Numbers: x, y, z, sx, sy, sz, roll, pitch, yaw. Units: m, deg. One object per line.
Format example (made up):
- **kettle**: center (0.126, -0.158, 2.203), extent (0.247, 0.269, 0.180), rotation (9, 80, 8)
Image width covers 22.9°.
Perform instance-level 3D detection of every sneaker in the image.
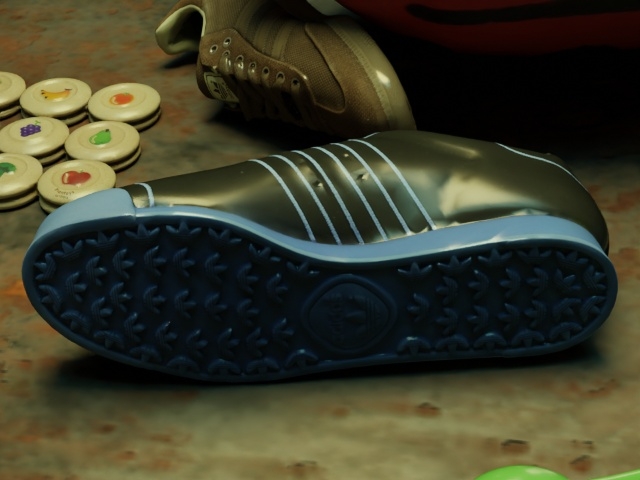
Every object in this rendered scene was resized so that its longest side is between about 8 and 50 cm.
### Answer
- **sneaker**: center (0.000, 0.000, 0.641), extent (0.232, 0.081, 0.090), rotation (2, 33, -4)
- **sneaker**: center (-0.019, -0.079, 0.776), extent (0.071, 0.066, 0.188), rotation (-32, 36, -9)

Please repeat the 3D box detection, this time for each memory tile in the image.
- **memory tile**: center (-0.159, -0.052, 0.777), extent (0.148, 0.012, 0.113), rotation (5, 36, 12)

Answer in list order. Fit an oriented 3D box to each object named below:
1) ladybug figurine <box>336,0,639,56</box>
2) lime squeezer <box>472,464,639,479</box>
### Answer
- **ladybug figurine**: center (0.164, -0.191, 0.755), extent (0.449, 0.305, 0.162), rotation (-9, 77, -10)
- **lime squeezer**: center (0.073, 0.135, 0.478), extent (0.110, 0.059, 0.310), rotation (35, 41, 1)
